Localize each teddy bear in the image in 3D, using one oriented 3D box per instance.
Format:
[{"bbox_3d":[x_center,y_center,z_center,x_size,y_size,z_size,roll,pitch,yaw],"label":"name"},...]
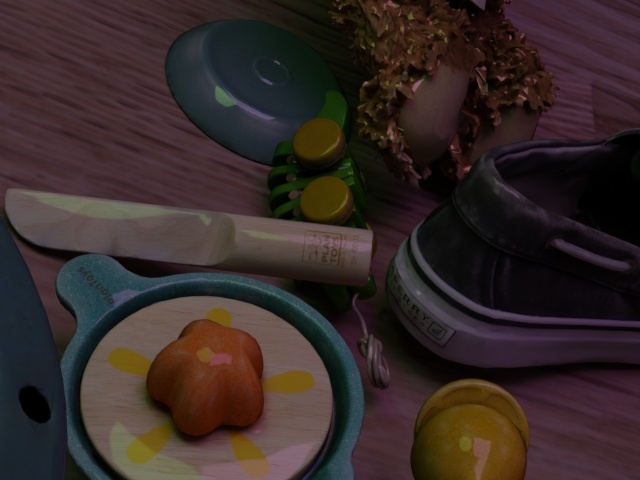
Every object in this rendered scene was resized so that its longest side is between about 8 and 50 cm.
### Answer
[{"bbox_3d":[0.051,-0.188,0.965,0.245,0.113,0.338,-23,99,-52],"label":"teddy bear"}]

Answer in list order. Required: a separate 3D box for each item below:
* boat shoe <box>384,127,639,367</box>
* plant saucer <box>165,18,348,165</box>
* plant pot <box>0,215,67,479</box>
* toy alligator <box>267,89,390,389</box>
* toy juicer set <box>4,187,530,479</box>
[{"bbox_3d":[0.188,-0.001,0.928,0.335,0.119,0.121,-9,53,-45],"label":"boat shoe"},{"bbox_3d":[-0.032,-0.094,0.963,0.119,0.021,0.119,17,42,-16],"label":"plant saucer"},{"bbox_3d":[-0.217,0.070,0.431,0.271,0.255,0.272,38,34,-32],"label":"plant pot"},{"bbox_3d":[0.000,0.000,0.873,0.051,0.056,0.190,-15,56,12],"label":"toy alligator"},{"bbox_3d":[-0.014,0.065,0.725,0.209,0.089,0.329,-9,51,-15],"label":"toy juicer set"}]
